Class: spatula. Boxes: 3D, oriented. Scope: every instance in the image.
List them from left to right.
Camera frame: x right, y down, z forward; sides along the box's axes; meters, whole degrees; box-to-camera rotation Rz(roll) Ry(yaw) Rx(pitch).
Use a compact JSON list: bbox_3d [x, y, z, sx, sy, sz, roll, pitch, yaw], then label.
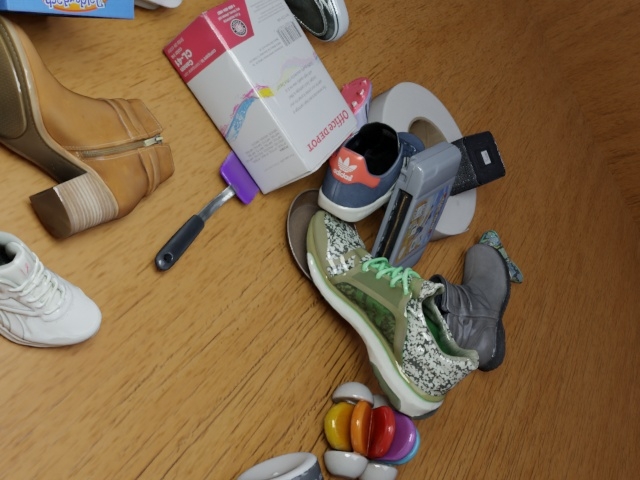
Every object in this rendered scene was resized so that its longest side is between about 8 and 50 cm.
[{"bbox_3d":[-0.178,-0.048,0.971,0.084,0.030,0.296,53,44,-20],"label":"spatula"}]

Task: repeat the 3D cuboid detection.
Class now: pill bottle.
[{"bbox_3d":[-0.032,0.445,0.860,0.130,0.130,0.246,-13,86,-49],"label":"pill bottle"}]

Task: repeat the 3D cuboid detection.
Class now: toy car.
[{"bbox_3d":[0.099,0.334,1.038,0.182,0.136,0.159,32,53,-35],"label":"toy car"}]

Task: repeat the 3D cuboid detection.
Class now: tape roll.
[{"bbox_3d":[0.248,-0.189,1.459,0.392,0.072,0.392,21,61,-42],"label":"tape roll"}]

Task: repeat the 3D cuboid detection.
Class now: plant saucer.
[{"bbox_3d":[0.000,0.000,1.141,0.198,0.036,0.199,19,62,-41],"label":"plant saucer"}]

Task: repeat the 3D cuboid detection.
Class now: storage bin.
[{"bbox_3d":[0.369,-0.191,1.474,0.180,0.084,0.122,-21,91,-48],"label":"storage bin"}]

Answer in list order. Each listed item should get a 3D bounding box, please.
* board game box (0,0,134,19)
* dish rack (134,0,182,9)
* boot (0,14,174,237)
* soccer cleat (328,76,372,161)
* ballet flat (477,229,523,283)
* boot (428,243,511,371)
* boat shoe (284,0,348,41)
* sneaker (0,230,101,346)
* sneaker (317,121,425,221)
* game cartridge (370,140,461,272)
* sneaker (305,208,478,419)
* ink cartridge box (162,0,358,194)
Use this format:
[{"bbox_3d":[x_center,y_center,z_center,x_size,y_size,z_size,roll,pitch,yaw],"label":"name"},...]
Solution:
[{"bbox_3d":[-0.361,-0.305,0.745,0.160,0.210,0.047,-19,119,-48],"label":"board game box"},{"bbox_3d":[-0.366,-0.494,0.889,0.332,0.072,0.286,-4,77,-56],"label":"dish rack"},{"bbox_3d":[-0.308,-0.166,0.800,0.220,0.109,0.284,-45,119,-52],"label":"boot"},{"bbox_3d":[0.070,-0.244,1.291,0.095,0.083,0.248,49,43,-44],"label":"soccer cleat"},{"bbox_3d":[0.482,0.060,1.631,0.188,0.070,0.070,53,44,-16],"label":"ballet flat"},{"bbox_3d":[0.337,0.121,1.407,0.222,0.118,0.338,28,51,-31],"label":"boot"},{"bbox_3d":[-0.082,-0.535,1.223,0.335,0.121,0.119,50,52,-6],"label":"boat shoe"},{"bbox_3d":[-0.346,0.051,0.685,0.232,0.115,0.090,36,51,-33],"label":"sneaker"},{"bbox_3d":[0.126,-0.167,1.143,0.131,0.148,0.350,27,38,16],"label":"sneaker"},{"bbox_3d":[0.186,-0.046,1.201,0.062,0.297,0.198,35,37,26],"label":"game cartridge"},{"bbox_3d":[0.134,0.093,1.049,0.158,0.182,0.410,-19,71,-54],"label":"sneaker"},{"bbox_3d":[-0.094,-0.272,1.073,0.306,0.131,0.226,57,40,-15],"label":"ink cartridge box"}]
